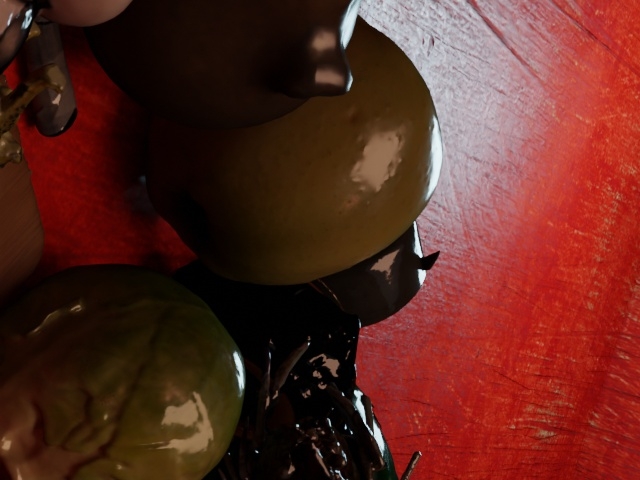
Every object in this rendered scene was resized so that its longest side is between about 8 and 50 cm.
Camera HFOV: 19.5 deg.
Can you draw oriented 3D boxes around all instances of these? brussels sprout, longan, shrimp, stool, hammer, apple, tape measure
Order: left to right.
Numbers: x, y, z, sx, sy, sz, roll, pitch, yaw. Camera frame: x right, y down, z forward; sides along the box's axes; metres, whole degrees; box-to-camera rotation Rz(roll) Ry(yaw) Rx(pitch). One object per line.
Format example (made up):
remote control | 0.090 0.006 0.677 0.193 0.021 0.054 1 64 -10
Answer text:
hammer | -0.237 -0.245 1.422 0.152 0.044 0.427 -53 152 -41
brussels sprout | -0.183 0.128 1.595 0.244 0.244 0.244 -48 148 -45
longan | -0.071 -0.228 1.514 0.243 0.300 0.300 -13 121 -35
tape measure | -0.069 0.114 1.836 0.202 0.223 0.135 93 18 -53
apple | -0.023 -0.091 1.727 0.279 0.279 0.279 -48 148 -45
shrimp | -0.011 0.237 1.728 0.221 0.166 0.410 -16 139 -10
stool | 0.000 0.006 1.897 0.153 0.228 0.139 -109 -177 -55

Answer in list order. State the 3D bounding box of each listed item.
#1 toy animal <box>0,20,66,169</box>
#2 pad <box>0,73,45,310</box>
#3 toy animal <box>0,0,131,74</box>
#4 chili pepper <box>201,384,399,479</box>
toy animal | -0.272 -0.080 1.365 0.136 0.073 0.181 -44 177 40
pad | -0.318 0.003 1.441 0.286 0.018 0.284 -55 152 -37
toy animal | -0.213 -0.218 1.254 0.235 0.165 0.187 -32 103 -17
chili pepper | -0.036 0.255 2.022 0.248 0.233 0.256 -57 148 -42
